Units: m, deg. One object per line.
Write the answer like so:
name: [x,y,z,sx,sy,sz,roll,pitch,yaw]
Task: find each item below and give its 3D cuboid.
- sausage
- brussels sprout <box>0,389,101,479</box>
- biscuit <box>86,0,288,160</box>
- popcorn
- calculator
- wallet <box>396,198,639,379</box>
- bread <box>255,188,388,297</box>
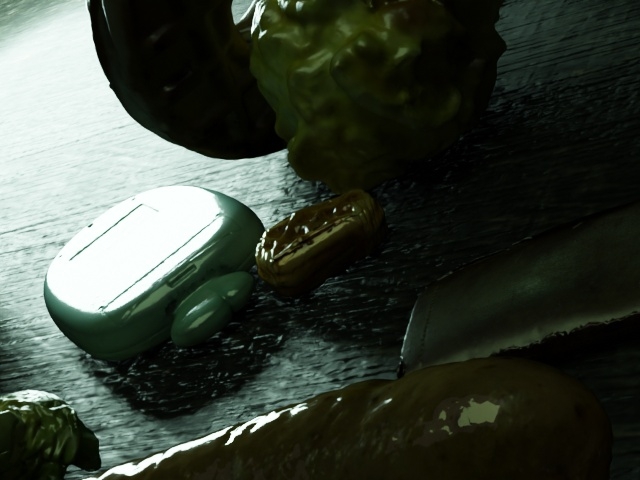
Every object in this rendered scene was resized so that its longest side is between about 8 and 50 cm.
sausage: [-0.061,0.178,1.070,0.501,0.123,0.136,-20,17,21]
brussels sprout: [-0.263,0.167,1.344,0.181,0.100,0.139,-26,17,15]
biscuit: [-0.063,-0.228,1.548,0.103,0.332,0.332,22,57,39]
popcorn: [0.052,-0.155,1.460,0.217,0.181,0.235,-4,49,38]
calculator: [-0.141,0.023,1.516,0.184,0.042,0.295,-39,26,-14]
wallet: [0.175,0.025,1.189,0.255,0.031,0.137,-19,29,23]
bread: [0.000,0.000,1.405,0.111,0.044,0.083,-31,23,-2]
